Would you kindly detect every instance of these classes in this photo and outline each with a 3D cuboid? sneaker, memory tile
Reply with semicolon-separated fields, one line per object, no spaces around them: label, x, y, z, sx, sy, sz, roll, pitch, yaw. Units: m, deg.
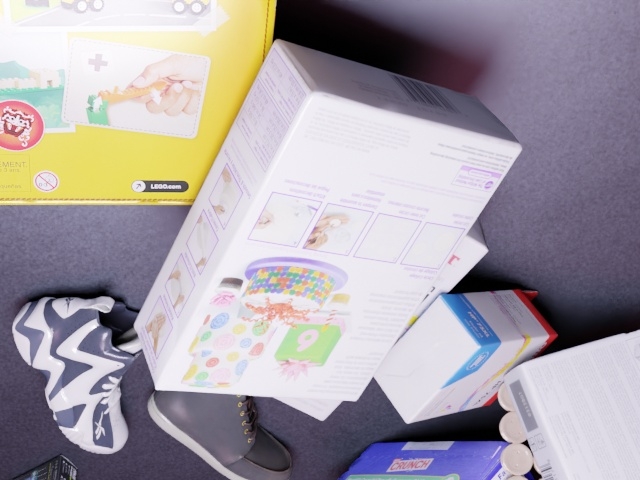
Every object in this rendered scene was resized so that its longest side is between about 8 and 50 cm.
sneaker;-0.100;0.232;1.305;0.222;0.083;0.118;35;115;-23
memory tile;0.262;0.237;1.180;0.113;0.148;0.012;2;163;-6
sneaker;-0.252;0.159;1.238;0.153;0.094;0.235;-14;114;16

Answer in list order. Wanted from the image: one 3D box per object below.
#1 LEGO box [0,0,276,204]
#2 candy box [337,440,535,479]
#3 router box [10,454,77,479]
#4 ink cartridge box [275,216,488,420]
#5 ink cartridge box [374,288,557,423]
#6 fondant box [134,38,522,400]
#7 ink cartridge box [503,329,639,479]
LEGO box;-0.290;-0.234;0.881;0.500;0.193;0.372;0;124;-12
candy box;0.194;0.413;1.297;0.268;0.122;0.317;-16;109;54
router box;-0.374;0.357;1.347;0.092;0.122;0.038;-27;126;14
ink cartridge box;0.002;0.030;1.148;0.226;0.131;0.306;30;118;-22
ink cartridge box;0.182;0.130;1.186;0.231;0.078;0.134;0;135;-51
fondant box;0.000;0.000;0.949;0.238;0.096;0.330;10;122;-35
ink cartridge box;0.348;0.208;1.169;0.232;0.189;0.066;-11;160;-26
